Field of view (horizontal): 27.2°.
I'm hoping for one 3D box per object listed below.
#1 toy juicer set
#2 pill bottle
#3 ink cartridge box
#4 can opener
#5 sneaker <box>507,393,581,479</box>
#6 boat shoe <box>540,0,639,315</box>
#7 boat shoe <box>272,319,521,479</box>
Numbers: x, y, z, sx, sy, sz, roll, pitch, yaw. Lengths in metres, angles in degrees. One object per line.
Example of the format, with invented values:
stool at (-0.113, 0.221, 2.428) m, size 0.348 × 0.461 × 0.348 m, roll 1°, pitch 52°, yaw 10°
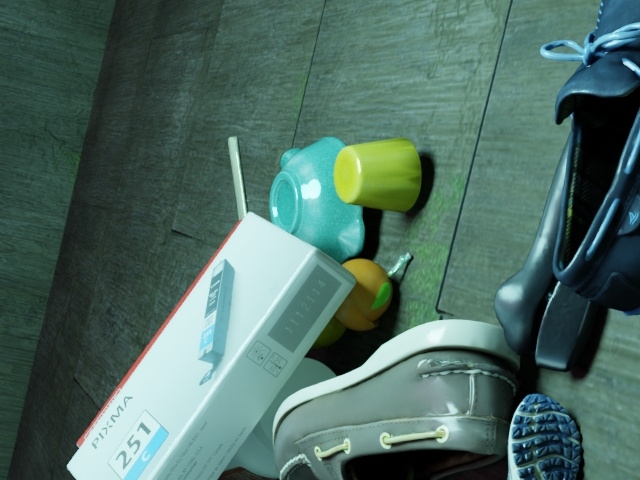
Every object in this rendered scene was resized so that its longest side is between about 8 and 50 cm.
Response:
toy juicer set at (0.000, 0.000, 1.326) m, size 0.329 × 0.089 × 0.209 m, roll 10°, pitch 100°, yaw 62°
pill bottle at (-0.057, 0.178, 1.304) m, size 0.216 × 0.121 × 0.121 m, roll 148°, pitch 132°, yaw -62°
ink cartridge box at (-0.128, 0.109, 1.245) m, size 0.296 × 0.066 × 0.261 m, roll -55°, pitch 31°, yaw -5°
can opener at (0.171, -0.004, 0.919) m, size 0.059 × 0.073 × 0.186 m, roll 18°, pitch -92°, yaw -71°
sneaker at (0.140, 0.170, 0.884) m, size 0.058 × 0.052 × 0.135 m, roll 131°, pitch 147°, yaw -60°
boat shoe at (0.195, -0.086, 0.832) m, size 0.109 × 0.089 × 0.258 m, roll 141°, pitch 138°, yaw -59°
boat shoe at (0.048, 0.162, 1.047) m, size 0.324 × 0.116 × 0.097 m, roll -40°, pitch 40°, yaw 52°
